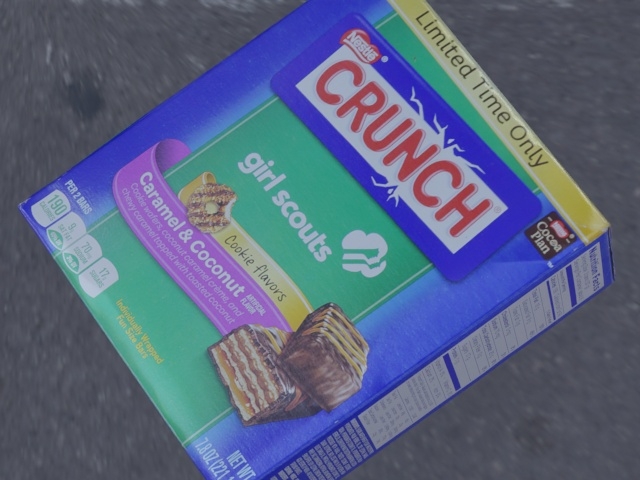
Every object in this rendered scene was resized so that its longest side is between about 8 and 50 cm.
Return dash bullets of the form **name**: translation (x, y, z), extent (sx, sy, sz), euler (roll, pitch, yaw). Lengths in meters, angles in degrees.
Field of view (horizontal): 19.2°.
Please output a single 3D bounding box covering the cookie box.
- **cookie box**: translation (0.000, 0.000, 0.447), extent (0.107, 0.040, 0.092), euler (-36, 70, -4)
